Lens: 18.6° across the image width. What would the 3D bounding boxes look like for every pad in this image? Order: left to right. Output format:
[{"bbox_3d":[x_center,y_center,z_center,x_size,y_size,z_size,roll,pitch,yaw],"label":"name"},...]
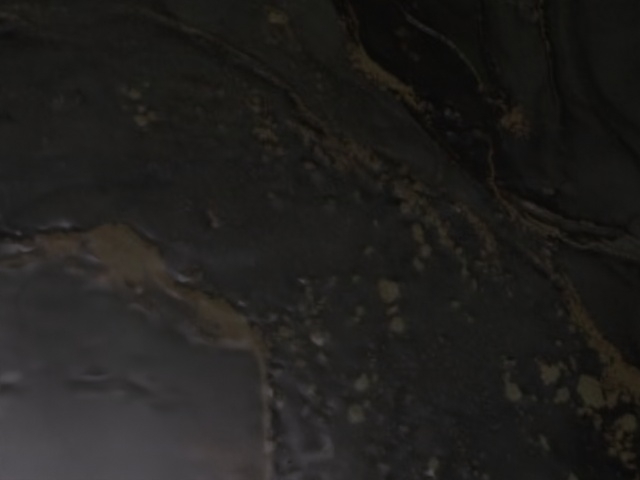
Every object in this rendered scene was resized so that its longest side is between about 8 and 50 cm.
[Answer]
[{"bbox_3d":[0.000,0.000,0.456,0.247,0.007,0.367,-5,74,-24],"label":"pad"}]
